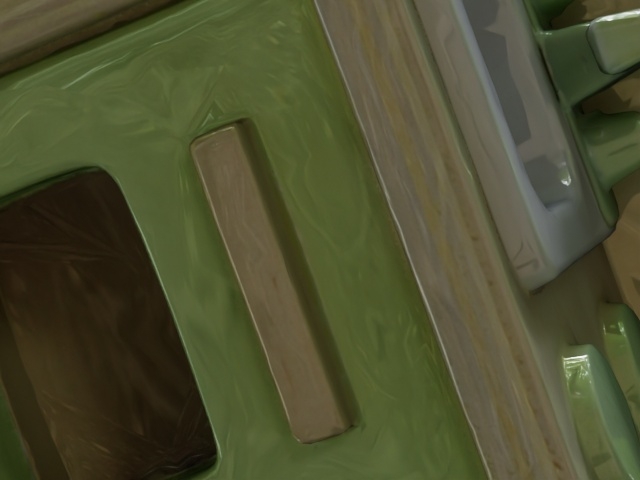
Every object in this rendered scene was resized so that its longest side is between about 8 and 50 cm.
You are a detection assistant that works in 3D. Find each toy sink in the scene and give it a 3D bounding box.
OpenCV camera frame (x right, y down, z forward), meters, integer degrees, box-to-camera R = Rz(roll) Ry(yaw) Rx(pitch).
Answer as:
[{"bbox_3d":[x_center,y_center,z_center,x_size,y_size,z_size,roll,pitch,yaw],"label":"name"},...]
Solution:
[{"bbox_3d":[0.000,0.000,0.442,0.234,0.131,0.153,-19,-88,17],"label":"toy sink"}]
